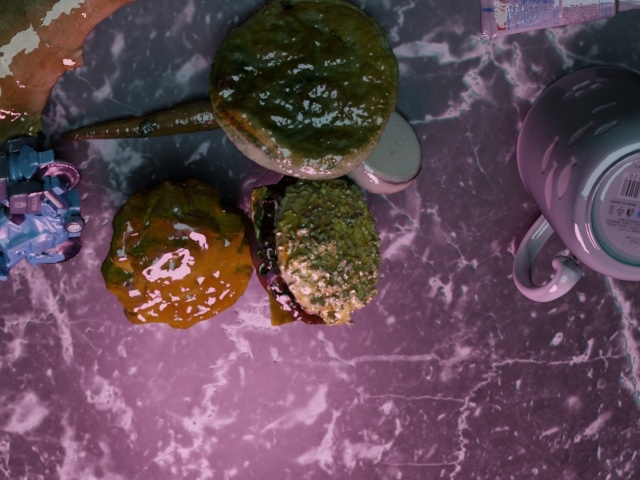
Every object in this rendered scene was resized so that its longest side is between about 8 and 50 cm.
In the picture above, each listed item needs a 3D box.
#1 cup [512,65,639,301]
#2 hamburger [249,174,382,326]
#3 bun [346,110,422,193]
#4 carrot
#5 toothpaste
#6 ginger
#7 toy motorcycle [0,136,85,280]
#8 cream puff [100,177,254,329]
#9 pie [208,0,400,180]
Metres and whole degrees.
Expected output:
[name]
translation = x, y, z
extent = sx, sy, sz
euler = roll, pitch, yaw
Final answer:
[cup]
translation = 0.405, -0.053, 1.881
extent = 0.259, 0.274, 0.357
euler = 33, 105, -15
[hamburger]
translation = 0.000, 0.000, 1.888
extent = 0.138, 0.243, 0.262
euler = -14, 95, 33
[bun]
translation = 0.075, -0.125, 1.920
extent = 0.138, 0.138, 0.094
euler = 36, 142, -17
[carrot]
translation = -0.257, -0.170, 1.915
extent = 0.254, 0.049, 0.049
euler = -9, 113, 4
[toothpaste]
translation = 0.348, -0.345, 1.881
extent = 0.234, 0.057, 0.089
euler = -5, 111, 5
[ginger]
translation = -0.427, -0.298, 1.828
extent = 0.236, 0.166, 0.375
euler = 39, 85, 12
[toy motorcycle]
translation = -0.434, -0.039, 1.879
extent = 0.182, 0.124, 0.272
euler = -5, 147, -14
[cream puff]
translation = -0.209, 0.018, 1.909
extent = 0.244, 0.196, 0.244
euler = -1, 114, -2
[pie]
translation = -0.016, -0.220, 1.829
extent = 0.276, 0.078, 0.277
euler = 0, 82, 0
